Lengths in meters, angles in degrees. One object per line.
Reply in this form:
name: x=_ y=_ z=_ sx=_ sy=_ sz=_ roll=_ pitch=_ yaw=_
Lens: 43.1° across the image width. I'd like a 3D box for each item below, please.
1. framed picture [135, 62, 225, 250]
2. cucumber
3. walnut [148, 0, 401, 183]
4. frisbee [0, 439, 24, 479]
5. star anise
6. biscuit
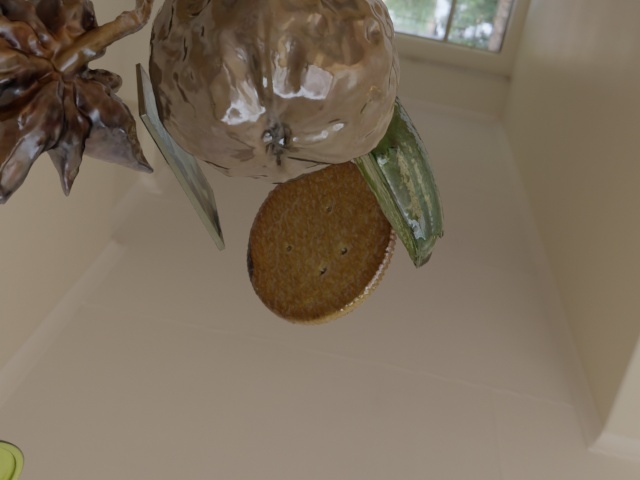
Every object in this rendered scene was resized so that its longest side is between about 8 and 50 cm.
framed picture: x=-0.165 y=-0.098 z=0.960 sx=0.010 sy=0.201 sz=0.136 roll=-23 pitch=-143 yaw=3
cucumber: x=0.101 y=-0.126 z=1.157 sx=0.105 sy=0.145 sz=0.325 roll=-24 pitch=-105 yaw=-8
walnut: x=-0.050 y=-0.187 z=0.846 sx=0.227 sy=0.273 sz=0.273 roll=48 pitch=176 yaw=-41
frisbee: x=-0.549 y=0.367 z=1.182 sx=0.236 sy=0.236 sz=0.017 roll=-13 pitch=-130 yaw=-41
star anise: x=-0.307 y=-0.200 z=0.957 sx=0.109 sy=0.292 sz=0.349 roll=-1 pitch=-171 yaw=36
biscuit: x=0.000 y=0.000 z=1.384 sx=0.305 sy=0.305 sz=0.038 roll=32 pitch=-178 yaw=39
